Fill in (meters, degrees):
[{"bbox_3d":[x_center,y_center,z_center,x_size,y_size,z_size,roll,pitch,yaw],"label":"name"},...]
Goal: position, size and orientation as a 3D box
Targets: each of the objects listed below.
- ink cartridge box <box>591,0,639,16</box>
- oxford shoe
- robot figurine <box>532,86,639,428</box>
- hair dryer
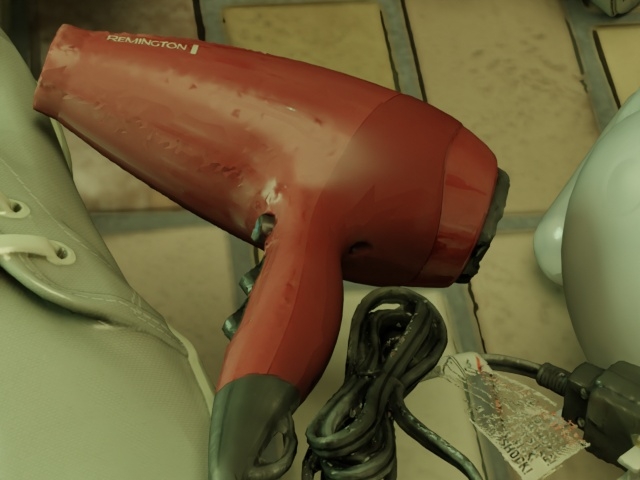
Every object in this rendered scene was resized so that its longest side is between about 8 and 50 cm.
[{"bbox_3d":[0.145,-0.229,1.037,0.127,0.072,0.175,-41,66,-11],"label":"ink cartridge box"},{"bbox_3d":[-0.147,0.025,0.716,0.169,0.130,0.449,-27,38,-1],"label":"oxford shoe"},{"bbox_3d":[0.236,-0.029,0.823,0.300,0.200,0.353,-5,36,47],"label":"robot figurine"},{"bbox_3d":[0.000,0.000,0.687,0.293,0.080,0.223,39,28,31],"label":"hair dryer"}]
